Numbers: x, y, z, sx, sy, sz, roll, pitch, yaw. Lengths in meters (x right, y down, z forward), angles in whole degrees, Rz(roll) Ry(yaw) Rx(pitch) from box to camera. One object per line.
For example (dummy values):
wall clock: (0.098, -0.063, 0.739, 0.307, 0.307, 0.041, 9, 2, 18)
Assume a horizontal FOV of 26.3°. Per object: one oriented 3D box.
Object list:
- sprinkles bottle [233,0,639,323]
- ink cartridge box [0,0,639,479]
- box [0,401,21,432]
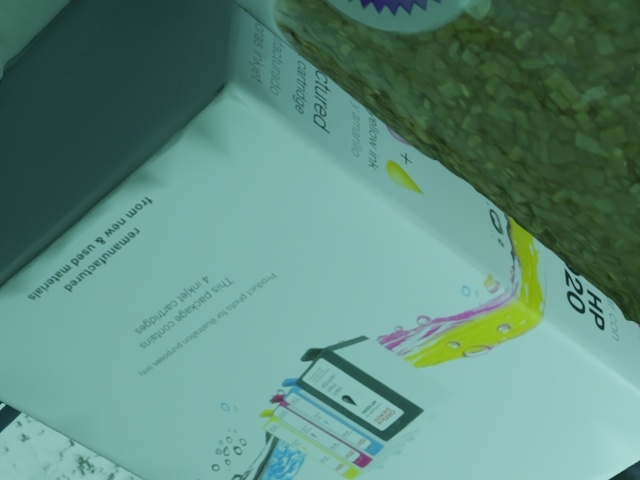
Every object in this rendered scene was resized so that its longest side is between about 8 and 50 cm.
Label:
sprinkles bottle: (0.032, -0.096, 0.389, 0.355, 0.121, 0.121, 40, 127, 5)
ink cartridge box: (0.000, 0.000, 0.545, 0.233, 0.171, 0.168, 35, 123, -29)
box: (-0.236, 0.050, 0.669, 0.175, 0.051, 0.220, 33, 125, -26)
